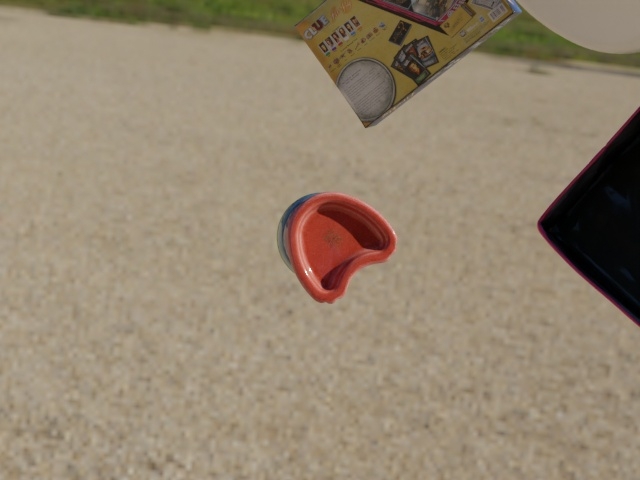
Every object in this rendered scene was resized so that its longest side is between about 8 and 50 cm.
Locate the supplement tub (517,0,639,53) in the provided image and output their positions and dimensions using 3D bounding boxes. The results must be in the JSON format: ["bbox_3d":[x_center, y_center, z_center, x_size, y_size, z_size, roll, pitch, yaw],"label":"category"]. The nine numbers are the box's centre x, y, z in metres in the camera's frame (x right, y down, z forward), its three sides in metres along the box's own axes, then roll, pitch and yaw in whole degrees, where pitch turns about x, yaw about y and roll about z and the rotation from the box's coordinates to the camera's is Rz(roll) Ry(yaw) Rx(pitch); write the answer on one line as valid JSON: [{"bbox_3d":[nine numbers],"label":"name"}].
[{"bbox_3d":[0.328,-0.363,1.413,0.235,0.235,0.325,17,57,47],"label":"supplement tub"}]

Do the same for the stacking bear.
[{"bbox_3d":[0.000,0.000,2.529,0.175,0.164,0.289,-39,5,-7],"label":"stacking bear"}]

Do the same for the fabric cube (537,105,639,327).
[{"bbox_3d":[0.440,-0.022,1.810,0.254,0.259,0.258,43,6,8],"label":"fabric cube"}]

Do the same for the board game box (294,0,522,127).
[{"bbox_3d":[0.108,-0.279,1.863,0.243,0.165,0.042,-36,-5,22],"label":"board game box"}]
